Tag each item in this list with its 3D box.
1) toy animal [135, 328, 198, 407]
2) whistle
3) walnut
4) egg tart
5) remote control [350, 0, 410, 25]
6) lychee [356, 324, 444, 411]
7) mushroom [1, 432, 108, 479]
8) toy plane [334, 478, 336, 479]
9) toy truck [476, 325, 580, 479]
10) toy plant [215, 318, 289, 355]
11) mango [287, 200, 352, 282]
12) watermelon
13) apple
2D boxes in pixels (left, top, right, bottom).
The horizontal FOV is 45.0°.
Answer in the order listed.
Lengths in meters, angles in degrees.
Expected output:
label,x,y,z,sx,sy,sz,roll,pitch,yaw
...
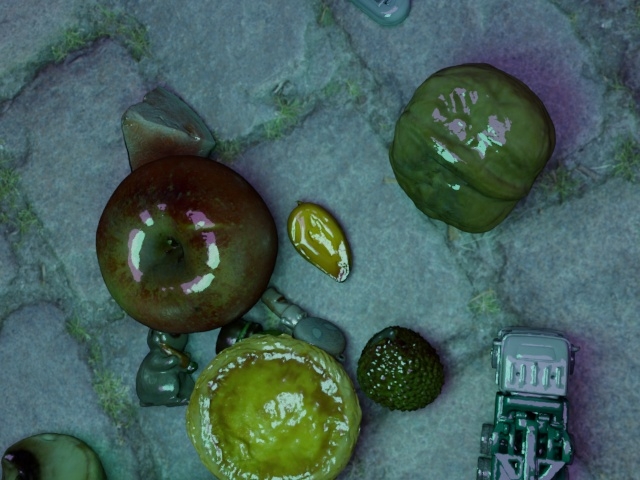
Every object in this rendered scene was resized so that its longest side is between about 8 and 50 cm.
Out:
label,x,y,z,sx,sy,sz,roll,pitch,yaw
toy animal,-0.316,0.220,1.550,0.138,0.108,0.236,-12,82,10
whistle,-0.034,0.171,1.510,0.220,0.107,0.057,39,120,24
walnut,0.265,-0.169,1.396,0.277,0.253,0.282,42,93,13
egg tart,-0.086,0.326,1.420,0.318,0.128,0.319,1,74,-2
remote control,0.080,-0.528,1.569,0.244,0.047,0.087,41,97,13
lychee,0.149,0.244,1.436,0.171,0.171,0.171,-1,85,11
mushroom,-0.555,0.531,1.569,0.291,0.212,0.218,-14,127,-2
toy plane,0.005,0.415,1.504,0.102,0.040,0.111,-25,78,27
toy truck,0.374,0.336,1.372,0.176,0.178,0.364,4,83,12
toy plant,-0.120,0.212,1.522,0.162,0.093,0.093,15,88,9
mango,0.000,0.000,1.530,0.101,0.066,0.187,-37,84,-2
watermelon,-0.349,-0.207,1.579,0.207,0.202,0.136,-52,39,1
apple,-0.250,0.007,1.471,0.348,0.277,0.349,0,88,12
